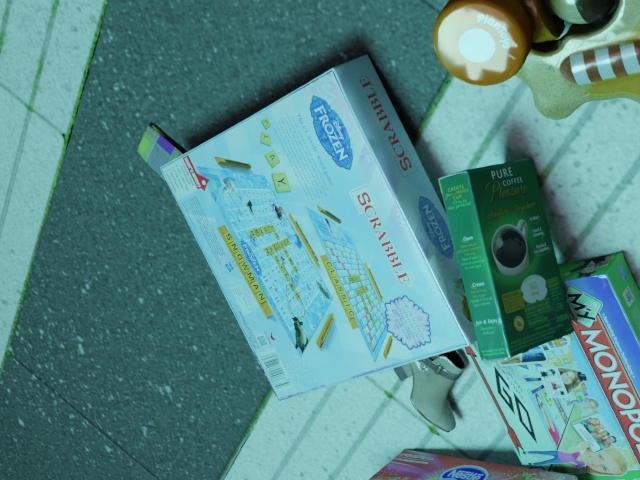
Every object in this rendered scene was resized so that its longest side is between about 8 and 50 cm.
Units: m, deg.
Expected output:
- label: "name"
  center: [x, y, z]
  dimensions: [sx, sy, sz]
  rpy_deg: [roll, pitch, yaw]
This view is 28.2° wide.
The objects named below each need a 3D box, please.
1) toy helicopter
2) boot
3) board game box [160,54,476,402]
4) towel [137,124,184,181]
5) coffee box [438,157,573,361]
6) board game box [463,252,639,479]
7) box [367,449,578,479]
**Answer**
- label: "toy helicopter"
  center: [0.287, -0.168, 1.087]
  dimensions: [0.355, 0.140, 0.235]
  rpy_deg: [40, 128, -8]
- label: "boot"
  center: [0.138, 0.162, 1.476]
  dimensions: [0.118, 0.042, 0.087]
  rpy_deg: [48, 135, -2]
- label: "board game box"
  center: [0.000, 0.000, 1.413]
  dimensions: [0.318, 0.066, 0.318]
  rpy_deg: [-22, 96, 45]
- label: "towel"
  center: [-0.187, -0.099, 1.563]
  dimensions: [0.083, 0.009, 0.060]
  rpy_deg: [41, 137, 7]
- label: "coffee box"
  center: [0.183, 0.016, 1.245]
  dimensions: [0.040, 0.113, 0.184]
  rpy_deg: [-13, 91, 46]
- label: "board game box"
  center: [0.286, 0.173, 1.365]
  dimensions: [0.213, 0.046, 0.317]
  rpy_deg: [-14, 111, 44]
- label: "box"
  center: [0.168, 0.350, 1.466]
  dimensions: [0.300, 0.154, 0.142]
  rpy_deg: [-3, 116, 55]
